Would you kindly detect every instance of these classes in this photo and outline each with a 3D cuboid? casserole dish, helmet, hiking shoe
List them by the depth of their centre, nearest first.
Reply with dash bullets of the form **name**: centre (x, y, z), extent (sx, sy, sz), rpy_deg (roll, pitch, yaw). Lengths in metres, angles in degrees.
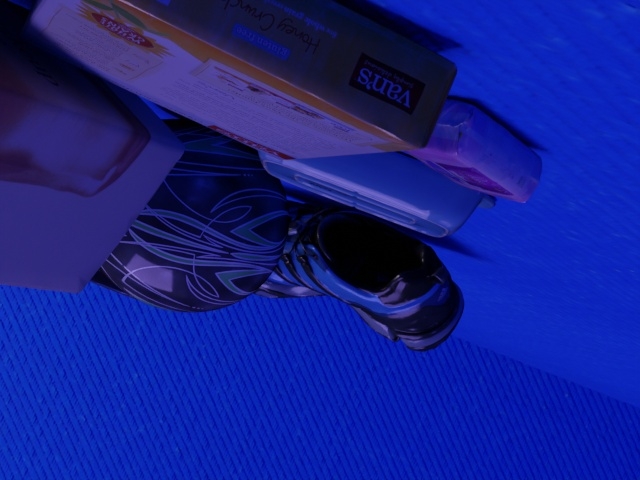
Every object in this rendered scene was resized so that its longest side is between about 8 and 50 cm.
- **casserole dish**: centre (0.030, -0.044, 0.955), extent (0.188, 0.037, 0.114), rpy_deg (22, 175, 2)
- **helmet**: centre (-0.110, -0.020, 1.085), extent (0.169, 0.169, 0.161), rpy_deg (21, -169, -4)
- **hiking shoe**: centre (0.000, 0.000, 1.329), extent (0.304, 0.113, 0.132), rpy_deg (18, 153, 21)

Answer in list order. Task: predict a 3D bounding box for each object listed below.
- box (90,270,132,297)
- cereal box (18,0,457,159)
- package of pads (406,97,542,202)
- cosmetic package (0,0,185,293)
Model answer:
- **box**: centre (-0.191, -0.024, 1.387), extent (0.093, 0.158, 0.156), rpy_deg (23, 176, -21)
- **cereal box**: centre (-0.055, -0.095, 0.671), extent (0.173, 0.047, 0.240), rpy_deg (24, 176, -17)
- **package of pads**: centre (0.078, -0.049, 0.715), extent (0.050, 0.032, 0.083), rpy_deg (19, 175, 40)
- **cosmetic package**: centre (-0.224, -0.072, 0.752), extent (0.153, 0.129, 0.296), rpy_deg (42, -170, 20)
